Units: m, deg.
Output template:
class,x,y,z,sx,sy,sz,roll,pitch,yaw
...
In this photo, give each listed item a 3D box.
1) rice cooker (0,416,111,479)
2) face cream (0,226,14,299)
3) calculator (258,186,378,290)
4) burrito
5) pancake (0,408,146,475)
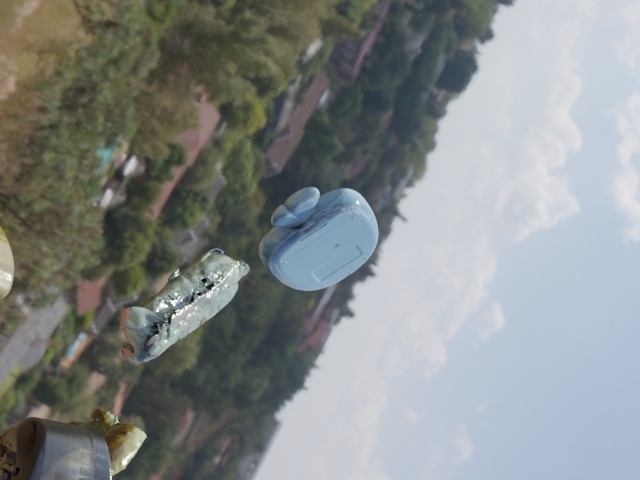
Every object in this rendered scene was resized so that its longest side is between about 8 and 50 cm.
class,x,y,z,sx,sy,sz,roll,pitch,yaw
rice cooker,-0.238,0.232,0.816,0.112,0.106,0.165,-5,-119,56
face cream,-0.398,-0.039,0.844,0.067,0.139,0.285,-48,143,4
calculator,0.000,0.000,1.541,0.188,0.042,0.303,-33,155,4
burrito,-0.181,0.082,1.366,0.309,0.066,0.096,-38,142,-61
pancake,-0.487,0.356,1.540,0.305,0.426,0.067,-127,-151,-65
